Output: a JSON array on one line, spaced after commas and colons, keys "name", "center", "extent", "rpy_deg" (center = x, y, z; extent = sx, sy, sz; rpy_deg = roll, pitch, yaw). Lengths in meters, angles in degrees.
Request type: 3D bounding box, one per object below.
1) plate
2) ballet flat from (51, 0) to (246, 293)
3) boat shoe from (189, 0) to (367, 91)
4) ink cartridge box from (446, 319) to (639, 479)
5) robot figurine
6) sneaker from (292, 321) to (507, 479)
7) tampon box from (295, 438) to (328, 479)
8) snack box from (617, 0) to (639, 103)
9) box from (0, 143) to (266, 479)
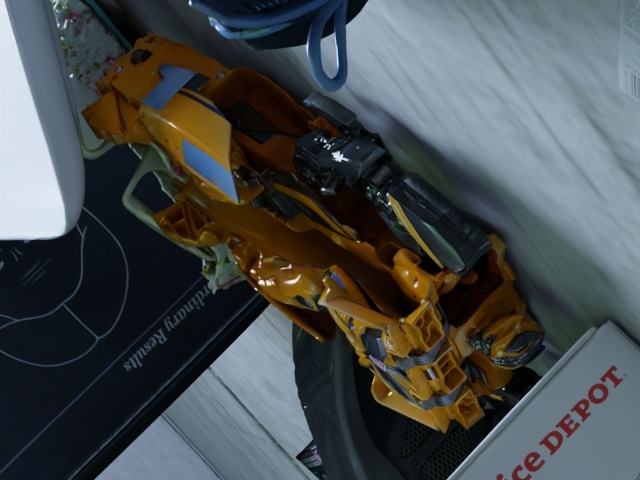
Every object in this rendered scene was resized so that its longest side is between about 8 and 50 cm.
[{"name": "plate", "center": [-0.226, -0.135, 0.882], "extent": [0.277, 0.045, 0.278], "rpy_deg": [-4, 101, 57]}, {"name": "ballet flat", "center": [-0.115, -0.063, 0.957], "extent": [0.241, 0.077, 0.091], "rpy_deg": [48, 167, -7]}, {"name": "boat shoe", "center": [-0.008, -0.115, 0.494], "extent": [0.089, 0.109, 0.258], "rpy_deg": [43, -176, -19]}, {"name": "ink cartridge box", "center": [0.151, 0.155, 0.667], "extent": [0.191, 0.139, 0.082], "rpy_deg": [44, 168, 11]}, {"name": "robot figurine", "center": [0.000, 0.000, 0.781], "extent": [0.291, 0.085, 0.211], "rpy_deg": [35, 163, 39]}, {"name": "sneaker", "center": [0.061, 0.106, 0.918], "extent": [0.227, 0.130, 0.087], "rpy_deg": [70, 154, 18]}, {"name": "tampon box", "center": [0.079, 0.173, 1.010], "extent": [0.161, 0.101, 0.120], "rpy_deg": [45, 167, 3]}, {"name": "snack box", "center": [0.157, -0.020, 0.392], "extent": [0.178, 0.022, 0.064], "rpy_deg": [39, 164, 27]}, {"name": "box", "center": [-0.265, -0.004, 1.113], "extent": [0.395, 0.293, 0.212], "rpy_deg": [45, 167, 3]}]
